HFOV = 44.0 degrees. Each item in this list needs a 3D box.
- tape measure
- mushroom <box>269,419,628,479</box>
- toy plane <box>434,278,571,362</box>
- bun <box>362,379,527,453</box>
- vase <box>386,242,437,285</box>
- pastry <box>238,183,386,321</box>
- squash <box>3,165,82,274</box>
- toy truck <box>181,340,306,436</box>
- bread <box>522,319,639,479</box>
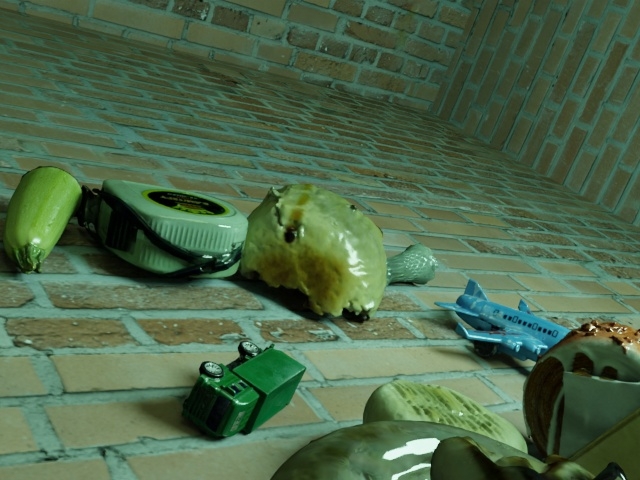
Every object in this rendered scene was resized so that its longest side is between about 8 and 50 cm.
[{"bbox_3d":[-0.233,-0.009,1.168,0.235,0.115,0.207,8,17,-24],"label":"tape measure"},{"bbox_3d":[0.120,0.249,0.550,0.362,0.294,0.362,18,18,-6],"label":"mushroom"},{"bbox_3d":[0.328,0.156,1.307,0.271,0.105,0.254,34,24,30],"label":"toy plane"},{"bbox_3d":[0.122,0.234,0.861,0.178,0.127,0.193,15,9,-18],"label":"bun"},{"bbox_3d":[0.139,0.051,1.442,0.081,0.081,0.149,34,26,34],"label":"vase"},{"bbox_3d":[0.008,0.002,1.283,0.256,0.170,0.237,31,21,6],"label":"pastry"},{"bbox_3d":[-0.383,-0.017,1.080,0.094,0.094,0.224,15,26,-18],"label":"squash"},{"bbox_3d":[-0.089,0.169,0.900,0.079,0.065,0.147,32,20,18],"label":"toy truck"},{"bbox_3d":[0.369,0.214,1.012,0.142,0.224,0.212,-8,56,-54],"label":"bread"}]
